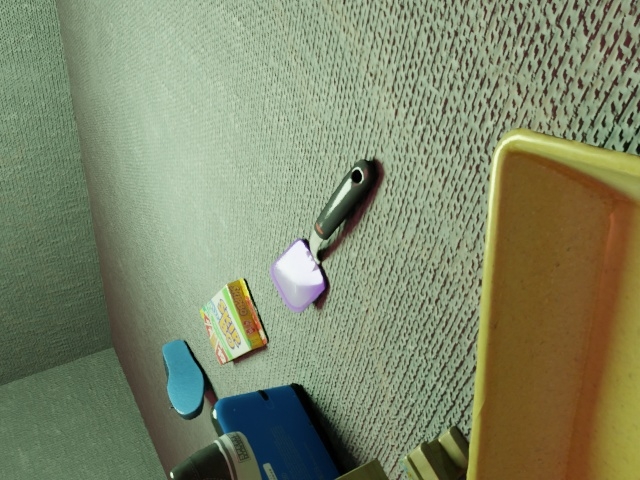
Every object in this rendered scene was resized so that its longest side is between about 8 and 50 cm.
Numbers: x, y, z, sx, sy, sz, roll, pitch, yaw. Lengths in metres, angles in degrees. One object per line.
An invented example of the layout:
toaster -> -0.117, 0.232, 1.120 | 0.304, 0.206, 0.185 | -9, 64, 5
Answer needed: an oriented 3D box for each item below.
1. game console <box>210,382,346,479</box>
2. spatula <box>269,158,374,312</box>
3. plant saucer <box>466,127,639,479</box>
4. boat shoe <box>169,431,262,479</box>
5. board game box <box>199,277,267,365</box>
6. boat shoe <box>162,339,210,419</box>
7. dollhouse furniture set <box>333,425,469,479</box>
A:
game console -> -0.042, 0.382, 0.846 | 0.173, 0.250, 0.293 | -51, 57, 27
spatula -> 0.000, 0.000, 0.686 | 0.084, 0.030, 0.296 | 61, 150, 19
plant saucer -> 0.227, 0.127, 0.290 | 0.333, 0.081, 0.332 | 31, 132, 51
boat shoe -> -0.083, 0.269, 0.483 | 0.080, 0.076, 0.228 | 35, 133, 52
board game box -> -0.170, 0.160, 1.091 | 0.259, 0.039, 0.124 | -37, 73, 58
boat shoe -> -0.335, 0.357, 1.458 | 0.258, 0.109, 0.089 | -118, 17, -54
dollhouse furniture set -> 0.077, 0.341, 0.542 | 0.242, 0.212, 0.161 | 59, 149, 27
